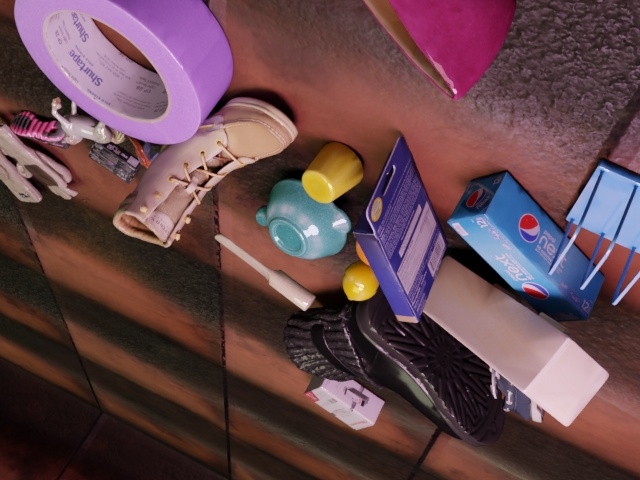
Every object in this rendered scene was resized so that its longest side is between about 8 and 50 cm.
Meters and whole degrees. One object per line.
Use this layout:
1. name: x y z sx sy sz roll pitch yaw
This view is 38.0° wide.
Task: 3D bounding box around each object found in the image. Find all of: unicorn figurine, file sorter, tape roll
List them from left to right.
1. unicorn figurine: -0.371 -0.186 1.452 0.162 0.060 0.111 26 143 27
2. tape roll: -0.252 -0.250 1.202 0.275 0.090 0.274 24 153 13
3. file sorter: 0.355 0.013 1.030 0.170 0.104 0.118 26 152 9

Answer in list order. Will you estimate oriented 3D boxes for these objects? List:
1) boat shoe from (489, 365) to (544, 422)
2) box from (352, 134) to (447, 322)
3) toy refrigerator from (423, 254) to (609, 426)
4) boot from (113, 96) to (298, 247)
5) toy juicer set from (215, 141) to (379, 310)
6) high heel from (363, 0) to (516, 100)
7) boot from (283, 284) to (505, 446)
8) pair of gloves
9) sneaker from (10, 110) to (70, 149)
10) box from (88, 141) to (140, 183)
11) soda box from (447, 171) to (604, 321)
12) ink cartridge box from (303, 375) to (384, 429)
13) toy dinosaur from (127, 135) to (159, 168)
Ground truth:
1. boat shoe: 0.299 0.202 1.417 0.079 0.095 0.254 5 154 21
2. box: 0.102 -0.014 1.195 0.037 0.136 0.225 6 144 29
3. toy refrigerator: 0.240 0.120 1.212 0.102 0.094 0.269 39 -179 -32
4. boot: -0.161 -0.088 1.254 0.262 0.203 0.095 0 141 46
5. toy juicer set: 0.000 0.000 1.351 0.209 0.089 0.329 49 143 -7
6. high heel: -0.008 -0.260 0.824 0.377 0.181 0.127 19 175 19
7. boot: 0.122 0.220 1.565 0.348 0.131 0.260 48 142 -10
8. pair of gloves: -0.564 -0.148 1.729 0.240 0.042 0.204 -1 143 48
9. sneaker: -0.475 -0.183 1.587 0.119 0.047 0.057 19 162 23
10. box: -0.344 -0.135 1.557 0.083 0.018 0.067 35 152 -8
11. soda box: 0.258 0.013 1.157 0.210 0.071 0.067 43 152 -23
12. ink cartridge box: 0.048 0.321 1.893 0.135 0.056 0.099 36 153 -9
13. toy dinosaur: -0.279 -0.130 1.446 0.047 0.090 0.082 -5 93 34
